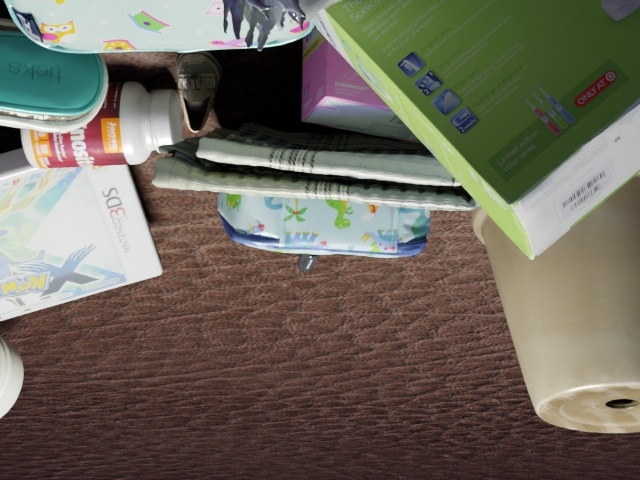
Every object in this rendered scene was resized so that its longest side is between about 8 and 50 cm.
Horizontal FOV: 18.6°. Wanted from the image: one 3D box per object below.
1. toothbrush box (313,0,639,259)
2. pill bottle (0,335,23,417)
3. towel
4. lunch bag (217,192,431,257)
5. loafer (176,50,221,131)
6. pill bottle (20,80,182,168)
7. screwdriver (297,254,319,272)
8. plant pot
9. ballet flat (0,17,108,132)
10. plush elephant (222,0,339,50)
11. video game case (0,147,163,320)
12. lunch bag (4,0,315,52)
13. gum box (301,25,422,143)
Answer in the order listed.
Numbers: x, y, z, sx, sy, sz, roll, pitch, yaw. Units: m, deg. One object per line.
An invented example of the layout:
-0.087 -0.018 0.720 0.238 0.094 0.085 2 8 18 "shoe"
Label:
0.143 -0.163 1.500 0.206 0.283 0.122 -40 156 -3 "toothbrush box"
-0.529 0.141 2.543 0.176 0.176 0.318 -9 157 25 "pill bottle"
0.016 -0.084 1.933 0.324 0.056 0.312 4 -170 9 "towel"
0.004 -0.040 2.089 0.219 0.090 0.176 2 -167 -15 "lunch bag"
-0.122 -0.149 1.965 0.045 0.039 0.125 2 159 -1 "loafer"
-0.221 -0.118 1.986 0.152 0.086 0.086 -3 159 8 "pill bottle"
0.000 0.000 2.376 0.025 0.024 0.170 33 153 -2 "screwdriver"
0.326 0.051 2.143 0.323 0.280 0.323 0 158 0 "plant pot"
-0.398 -0.173 1.822 0.400 0.139 0.139 11 157 -26 "ballet flat"
-0.004 -0.284 1.342 0.272 0.330 0.255 -26 165 37 "plush elephant"
-0.359 0.003 2.197 0.329 0.036 0.300 -16 151 -3 "video game case"
-0.143 -0.245 1.623 0.279 0.107 0.224 -1 159 5 "lunch bag"
0.080 -0.155 1.848 0.188 0.107 0.062 10 157 -21 "gum box"
